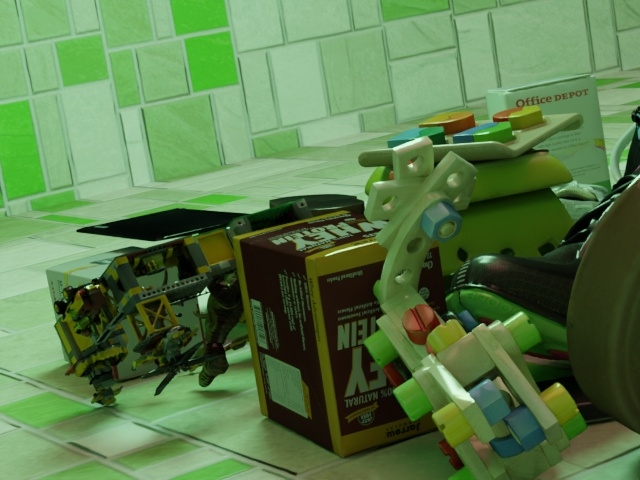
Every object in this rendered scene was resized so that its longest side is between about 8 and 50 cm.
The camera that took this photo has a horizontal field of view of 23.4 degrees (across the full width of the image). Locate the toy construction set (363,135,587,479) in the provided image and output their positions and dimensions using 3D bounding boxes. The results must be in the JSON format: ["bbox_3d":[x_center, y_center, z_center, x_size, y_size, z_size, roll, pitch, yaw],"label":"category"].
[{"bbox_3d":[0.106,0.079,1.277,0.151,0.215,0.327,-23,47,7],"label":"toy construction set"}]

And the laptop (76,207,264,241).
[{"bbox_3d":[-0.144,0.033,2.032,0.136,0.264,0.234,-51,28,-20],"label":"laptop"}]

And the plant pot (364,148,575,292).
[{"bbox_3d":[0.173,0.005,1.752,0.228,0.207,0.227,-10,10,-9],"label":"plant pot"}]

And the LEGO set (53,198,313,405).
[{"bbox_3d":[-0.111,0.107,1.693,0.331,0.192,0.255,-14,-19,-40],"label":"LEGO set"}]

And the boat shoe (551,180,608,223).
[{"bbox_3d":[0.339,-0.035,2.110,0.118,0.103,0.320,-5,11,22],"label":"boat shoe"}]

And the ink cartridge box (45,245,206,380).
[{"bbox_3d":[-0.240,0.086,1.896,0.127,0.128,0.176,-15,11,-28],"label":"ink cartridge box"}]

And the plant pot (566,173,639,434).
[{"bbox_3d":[0.359,0.075,1.195,0.263,0.263,0.229,-15,30,-27],"label":"plant pot"}]

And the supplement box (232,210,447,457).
[{"bbox_3d":[0.023,0.083,1.492,0.129,0.191,0.194,-14,12,-24],"label":"supplement box"}]

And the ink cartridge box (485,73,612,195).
[{"bbox_3d":[0.350,-0.140,2.370,0.154,0.212,0.093,-12,10,-13],"label":"ink cartridge box"}]

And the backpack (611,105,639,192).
[{"bbox_3d":[0.501,-0.095,2.179,0.117,0.158,0.173,7,21,-12],"label":"backpack"}]

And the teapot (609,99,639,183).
[{"bbox_3d":[0.605,-0.160,2.383,0.253,0.187,0.256,8,-18,-6],"label":"teapot"}]

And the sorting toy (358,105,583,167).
[{"bbox_3d":[0.171,-0.121,1.752,0.193,0.038,0.208,-2,12,34],"label":"sorting toy"}]

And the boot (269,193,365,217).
[{"bbox_3d":[0.000,0.000,1.908,0.112,0.115,0.305,-7,8,-4],"label":"boot"}]

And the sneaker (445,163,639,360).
[{"bbox_3d":[0.314,0.006,1.550,0.483,0.202,0.185,-10,7,-34],"label":"sneaker"}]

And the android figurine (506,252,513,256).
[{"bbox_3d":[0.166,0.009,2.169,0.248,0.056,0.273,-12,12,-11],"label":"android figurine"}]

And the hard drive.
[{"bbox_3d":[0.207,0.151,1.427,0.135,0.022,0.094,-10,10,-1],"label":"hard drive"}]
